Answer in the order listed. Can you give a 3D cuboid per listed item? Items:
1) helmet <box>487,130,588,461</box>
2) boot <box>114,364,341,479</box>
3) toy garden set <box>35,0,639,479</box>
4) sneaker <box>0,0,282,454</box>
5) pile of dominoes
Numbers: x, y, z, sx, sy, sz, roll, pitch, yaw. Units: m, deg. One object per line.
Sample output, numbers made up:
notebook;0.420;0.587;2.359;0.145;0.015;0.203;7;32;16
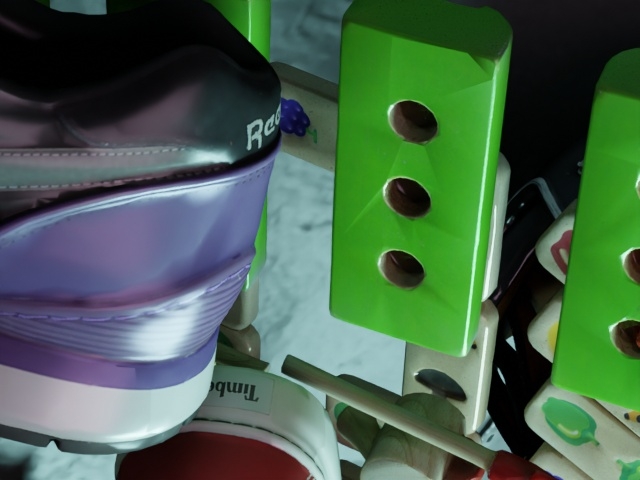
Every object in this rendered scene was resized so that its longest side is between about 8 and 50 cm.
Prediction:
helmet;0.134;0.027;0.684;0.169;0.169;0.161;7;140;-32
boot;-0.021;0.179;0.599;0.088;0.176;0.244;-3;139;13
toy garden set;0.000;0.000;0.586;0.244;0.049;0.204;17;134;15
sneaker;-0.150;-0.043;0.495;0.283;0.107;0.124;12;120;-14
pile of dominoes;0.027;0.071;0.654;0.040;0.196;0.251;-46;149;-41
